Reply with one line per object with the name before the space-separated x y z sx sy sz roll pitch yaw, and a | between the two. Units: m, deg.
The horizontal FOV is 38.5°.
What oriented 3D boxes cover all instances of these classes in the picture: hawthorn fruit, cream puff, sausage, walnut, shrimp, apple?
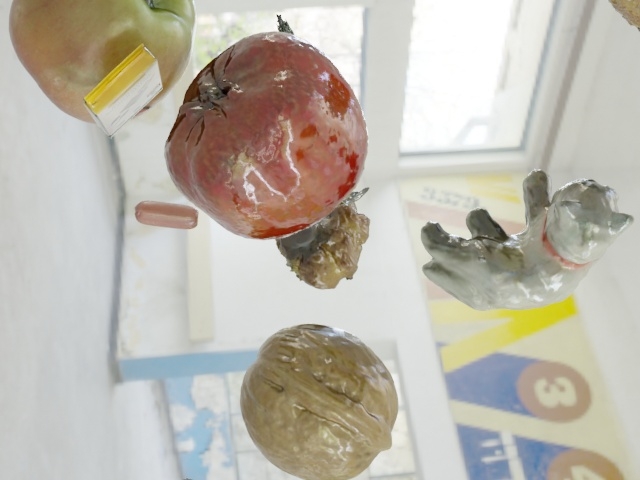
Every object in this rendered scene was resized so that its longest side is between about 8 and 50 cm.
hawthorn fruit | -0.054 -0.133 1.340 0.330 0.287 0.287 35 37 -44
cream puff | 0.000 0.000 2.169 0.155 0.241 0.268 45 39 -48
sausage | -0.372 -0.062 2.220 0.062 0.154 0.062 -173 -90 -78
walnut | 0.000 0.331 1.862 0.333 0.333 0.332 175 -90 -85
shrimp | -0.087 -0.415 2.022 0.034 0.091 0.160 -125 -161 -72
apple | -0.383 -0.393 1.706 0.338 0.305 0.338 51 23 -32

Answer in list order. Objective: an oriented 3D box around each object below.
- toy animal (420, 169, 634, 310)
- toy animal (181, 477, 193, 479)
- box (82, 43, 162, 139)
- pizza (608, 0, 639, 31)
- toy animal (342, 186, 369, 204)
toy animal | 0.329 -0.001 1.463 0.188 0.308 0.266 -140 -112 -83
toy animal | -0.146 0.403 1.205 0.255 0.090 0.170 49 13 -48
box | -0.309 -0.231 1.454 0.033 0.129 0.247 46 -6 -4
pizza | 0.570 -0.431 1.507 0.114 0.409 0.278 -58 153 2
toy animal | 0.023 -0.129 1.996 0.095 0.219 0.155 -52 -159 36
